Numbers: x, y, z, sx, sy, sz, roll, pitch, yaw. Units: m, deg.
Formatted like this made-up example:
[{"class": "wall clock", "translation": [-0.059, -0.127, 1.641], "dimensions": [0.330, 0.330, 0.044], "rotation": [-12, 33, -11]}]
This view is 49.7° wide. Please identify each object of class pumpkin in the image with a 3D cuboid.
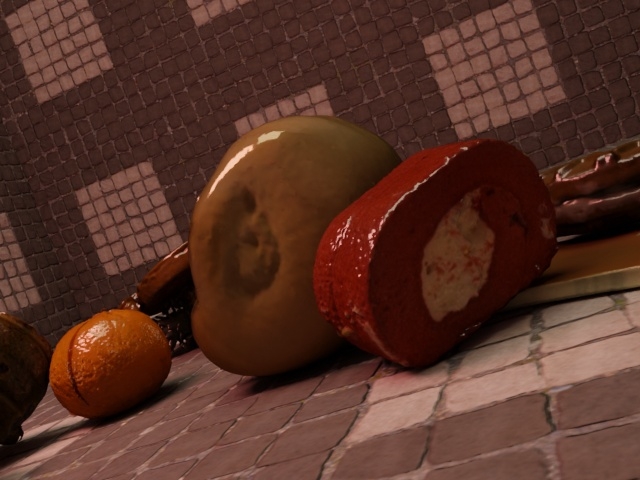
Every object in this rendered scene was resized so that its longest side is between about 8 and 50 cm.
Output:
[{"class": "pumpkin", "translation": [-0.574, 0.278, 1.067], "dimensions": [0.325, 0.242, 0.232], "rotation": [-32, 27, 26]}]

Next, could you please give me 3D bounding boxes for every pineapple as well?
[{"class": "pineapple", "translation": [-0.257, 0.164, 1.506], "dimensions": [0.279, 0.158, 0.158], "rotation": [-32, 4, -8]}]

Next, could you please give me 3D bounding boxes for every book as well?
[{"class": "book", "translation": [0.291, 0.034, 0.874], "dimensions": [0.374, 0.028, 0.262], "rotation": [-18, 4, 44]}]

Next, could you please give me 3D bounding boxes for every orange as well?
[{"class": "orange", "translation": [-0.333, 0.192, 1.103], "dimensions": [0.193, 0.161, 0.193], "rotation": [-26, 2, 1]}]

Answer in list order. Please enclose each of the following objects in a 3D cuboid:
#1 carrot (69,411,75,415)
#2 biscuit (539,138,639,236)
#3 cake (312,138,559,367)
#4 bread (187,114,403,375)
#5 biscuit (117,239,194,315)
[{"class": "carrot", "translation": [-0.416, 0.285, 1.248], "dimensions": [0.032, 0.032, 0.093], "rotation": [-20, 7, 24]}, {"class": "biscuit", "translation": [0.440, -0.082, 0.965], "dimensions": [0.332, 0.103, 0.332], "rotation": [-16, -3, -1]}, {"class": "cake", "translation": [0.123, 0.004, 0.760], "dimensions": [0.283, 0.177, 0.151], "rotation": [-34, 12, -19]}, {"class": "bread", "translation": [0.000, 0.000, 0.980], "dimensions": [0.253, 0.348, 0.376], "rotation": [12, 9, 14]}, {"class": "biscuit", "translation": [-0.300, 0.062, 1.545], "dimensions": [0.350, 0.070, 0.394], "rotation": [-32, -5, -28]}]
